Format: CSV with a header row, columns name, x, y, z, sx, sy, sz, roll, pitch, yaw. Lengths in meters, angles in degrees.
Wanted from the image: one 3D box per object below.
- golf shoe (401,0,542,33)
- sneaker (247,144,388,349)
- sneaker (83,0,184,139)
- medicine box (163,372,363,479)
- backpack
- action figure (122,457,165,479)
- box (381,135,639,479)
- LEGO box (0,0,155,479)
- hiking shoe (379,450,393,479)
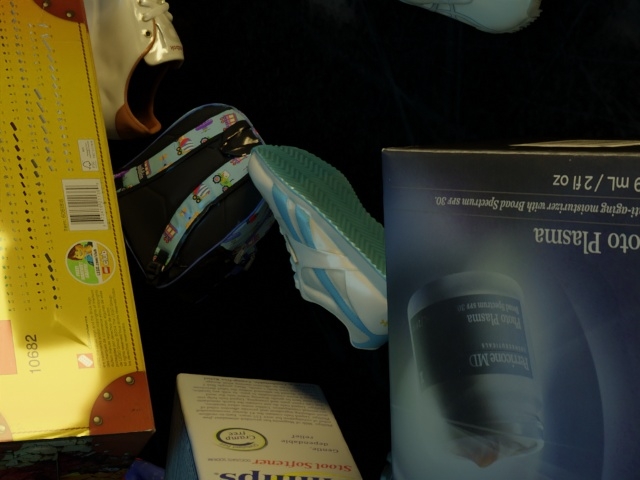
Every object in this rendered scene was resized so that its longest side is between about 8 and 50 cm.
name,x,y,z,sx,sy,sz,roll,pitch,yaw
golf shoe,0.104,-0.211,1.266,0.176,0.086,0.069,19,107,47
sneaker,0.000,0.000,1.405,0.229,0.087,0.092,50,126,27
sneaker,-0.190,-0.250,1.638,0.123,0.106,0.290,13,102,23
medicine box,-0.063,0.300,1.399,0.289,0.149,0.264,-121,38,-68
backpack,-0.114,-0.043,1.532,0.173,0.117,0.158,-40,60,10
action figure,-0.225,0.274,1.698,0.280,0.139,0.092,26,113,49
box,0.204,0.075,1.103,0.296,0.182,0.294,4,99,51
LEGO box,-0.339,0.040,1.552,0.372,0.193,0.500,126,137,-54
hiking shoe,0.114,0.297,1.327,0.132,0.113,0.304,6,94,20
